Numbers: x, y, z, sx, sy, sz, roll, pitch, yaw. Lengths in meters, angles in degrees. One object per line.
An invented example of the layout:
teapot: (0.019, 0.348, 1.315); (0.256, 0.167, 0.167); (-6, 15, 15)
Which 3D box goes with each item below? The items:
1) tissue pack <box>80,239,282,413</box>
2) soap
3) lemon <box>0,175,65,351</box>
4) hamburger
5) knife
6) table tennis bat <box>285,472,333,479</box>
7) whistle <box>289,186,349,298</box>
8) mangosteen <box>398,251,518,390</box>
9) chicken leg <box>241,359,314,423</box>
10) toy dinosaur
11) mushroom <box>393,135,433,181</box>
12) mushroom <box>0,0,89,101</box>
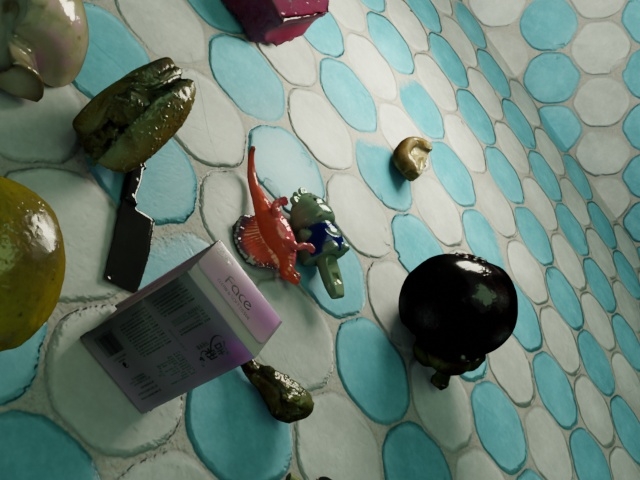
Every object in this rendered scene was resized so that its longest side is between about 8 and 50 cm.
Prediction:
tissue pack: (-0.191, 0.125, 0.997); (0.149, 0.246, 0.092); (54, 33, -9)
soap: (-0.095, -0.594, 1.755); (0.220, 0.127, 0.325); (60, 34, -3)
lemon: (-0.398, 0.030, 0.864); (0.188, 0.188, 0.257); (22, 47, -42)
hamburger: (-0.284, -0.202, 1.166); (0.122, 0.189, 0.215); (50, 38, -11)
knife: (-0.300, -0.028, 1.178); (0.072, 0.019, 0.245); (34, 44, -39)
table tennis bat: (0.001, 0.430, 1.215); (0.156, 0.013, 0.087); (42, 39, -25)
whistle: (0.000, 0.000, 1.461); (0.110, 0.092, 0.245); (8, 58, -54)
mangosteen: (0.292, 0.178, 1.593); (0.275, 0.275, 0.302); (6, 97, -49)
chicken leg: (-0.086, 0.232, 1.202); (0.178, 0.070, 0.093); (46, -8, -2)
toy dinosaur: (-0.122, -0.038, 1.385); (0.138, 0.070, 0.286); (-22, 81, -33)
mushroom: (0.242, -0.224, 1.946); (0.094, 0.072, 0.210); (51, 32, -15)
mushroom: (-0.417, -0.341, 1.132); (0.173, 0.162, 0.236); (12, 58, -45)
